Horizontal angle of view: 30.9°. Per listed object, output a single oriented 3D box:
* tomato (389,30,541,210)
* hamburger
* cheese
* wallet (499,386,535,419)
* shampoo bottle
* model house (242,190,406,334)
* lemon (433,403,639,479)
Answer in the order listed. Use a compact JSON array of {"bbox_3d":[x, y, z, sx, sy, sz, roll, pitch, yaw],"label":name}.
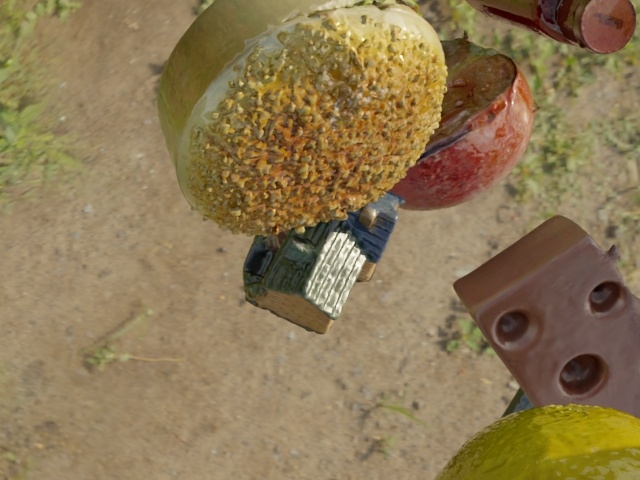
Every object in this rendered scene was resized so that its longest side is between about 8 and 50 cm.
[{"bbox_3d":[0.165,-0.133,1.601,0.309,0.309,0.170,-50,119,-20],"label":"tomato"},{"bbox_3d":[-0.016,-0.129,1.136,0.302,0.302,0.170,-24,57,-26],"label":"hamburger"},{"bbox_3d":[0.204,0.060,1.008,0.128,0.177,0.203,-36,116,6],"label":"cheese"},{"bbox_3d":[0.317,0.265,1.632,0.170,0.044,0.321,3,128,-29],"label":"wallet"},{"bbox_3d":[0.275,-0.285,1.399,0.118,0.314,0.076,16,104,-18],"label":"shampoo bottle"},{"bbox_3d":[0.000,0.000,1.400,0.166,0.172,0.183,25,72,-1],"label":"model house"},{"bbox_3d":[0.170,0.224,0.771,0.236,0.263,0.236,3,80,-17],"label":"lemon"}]
